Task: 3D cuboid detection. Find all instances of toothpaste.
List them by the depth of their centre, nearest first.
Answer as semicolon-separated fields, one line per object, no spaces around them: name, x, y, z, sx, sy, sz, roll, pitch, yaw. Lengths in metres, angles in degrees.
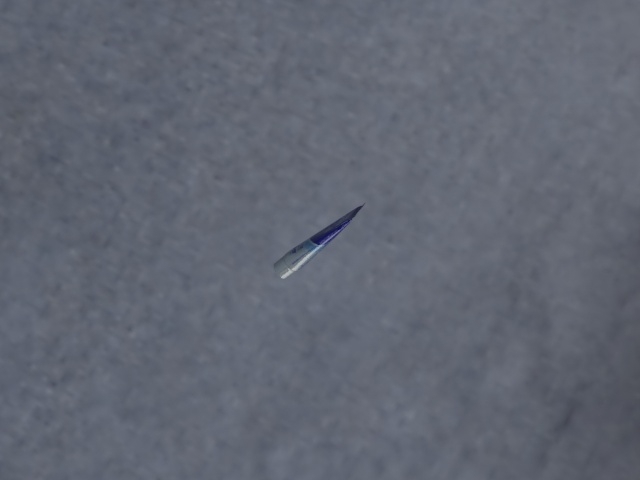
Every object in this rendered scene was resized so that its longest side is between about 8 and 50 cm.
toothpaste;0.000;0.000;1.161;0.083;0.015;0.024;-37;-172;33
